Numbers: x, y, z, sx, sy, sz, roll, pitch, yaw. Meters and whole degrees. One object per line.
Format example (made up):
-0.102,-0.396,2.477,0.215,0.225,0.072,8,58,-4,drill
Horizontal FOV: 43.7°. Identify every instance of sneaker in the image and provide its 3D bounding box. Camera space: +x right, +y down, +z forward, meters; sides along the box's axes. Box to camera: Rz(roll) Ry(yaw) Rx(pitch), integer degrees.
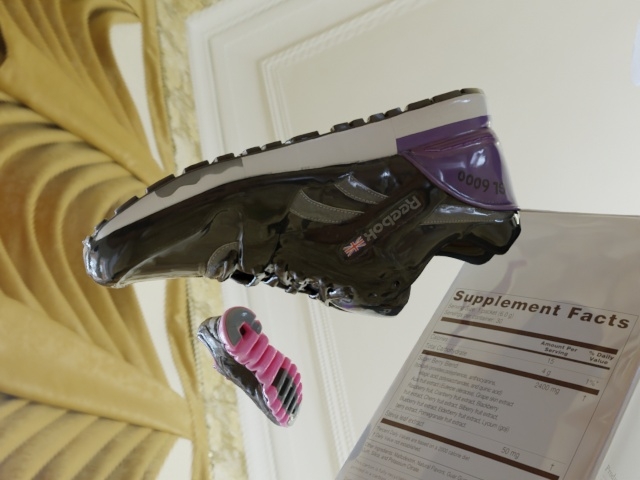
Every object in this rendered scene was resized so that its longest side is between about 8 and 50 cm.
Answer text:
0.000,0.000,0.503,0.283,0.107,0.124,-18,-94,-12,sneaker
-0.059,0.105,0.654,0.057,0.119,0.047,-14,-154,36,sneaker

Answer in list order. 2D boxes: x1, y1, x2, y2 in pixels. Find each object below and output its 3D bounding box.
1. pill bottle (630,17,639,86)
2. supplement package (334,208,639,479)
0.324,-0.135,0.567,0.180,0.108,0.107,11,-106,7,pill bottle
0.170,0.142,0.586,0.175,0.177,0.293,7,-127,47,supplement package
